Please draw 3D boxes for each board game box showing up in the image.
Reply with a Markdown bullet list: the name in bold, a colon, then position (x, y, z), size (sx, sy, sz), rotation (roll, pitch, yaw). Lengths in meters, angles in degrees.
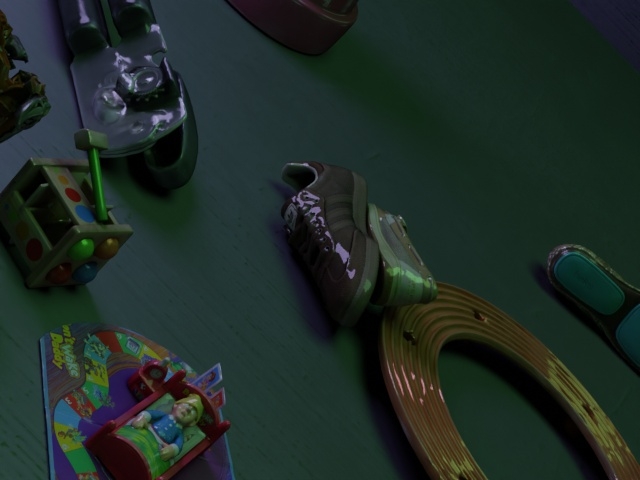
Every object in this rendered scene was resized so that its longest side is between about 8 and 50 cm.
- **board game box**: position (-0.091, 0.104, 0.696), size (0.133, 0.033, 0.168), rotation (27, 31, -36)

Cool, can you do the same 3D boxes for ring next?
- **ring**: position (0.166, 0.172, 0.994), size (0.337, 0.032, 0.336), rotation (36, 26, -21)

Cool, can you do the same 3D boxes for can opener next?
- **can opener**: position (-0.157, -0.153, 0.961), size (0.095, 0.076, 0.283), rotation (67, 2, -49)

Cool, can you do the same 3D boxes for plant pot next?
- **plant pot**: position (-0.007, -0.327, 1.291), size (0.201, 0.180, 0.201), rotation (36, 27, -22)

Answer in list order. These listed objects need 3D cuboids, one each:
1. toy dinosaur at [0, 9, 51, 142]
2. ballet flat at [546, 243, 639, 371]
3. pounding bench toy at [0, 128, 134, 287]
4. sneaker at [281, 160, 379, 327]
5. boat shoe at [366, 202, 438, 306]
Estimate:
- **toy dinosaur**: position (-0.237, -0.146, 0.580), size (0.322, 0.164, 0.218), rotation (83, -12, -71)
- **ballet flat**: position (0.329, 0.073, 1.349), size (0.206, 0.073, 0.067), rotation (45, 11, -10)
- **pounding bench toy**: position (-0.146, -0.018, 0.734), size (0.065, 0.083, 0.052), rotation (54, 26, 19)
- **sneaker**: position (0.000, 0.000, 0.977), size (0.071, 0.066, 0.188), rotation (17, 30, -13)
- **boat shoe**: position (0.059, 0.012, 1.002), size (0.048, 0.056, 0.153), rotation (8, 17, -9)
